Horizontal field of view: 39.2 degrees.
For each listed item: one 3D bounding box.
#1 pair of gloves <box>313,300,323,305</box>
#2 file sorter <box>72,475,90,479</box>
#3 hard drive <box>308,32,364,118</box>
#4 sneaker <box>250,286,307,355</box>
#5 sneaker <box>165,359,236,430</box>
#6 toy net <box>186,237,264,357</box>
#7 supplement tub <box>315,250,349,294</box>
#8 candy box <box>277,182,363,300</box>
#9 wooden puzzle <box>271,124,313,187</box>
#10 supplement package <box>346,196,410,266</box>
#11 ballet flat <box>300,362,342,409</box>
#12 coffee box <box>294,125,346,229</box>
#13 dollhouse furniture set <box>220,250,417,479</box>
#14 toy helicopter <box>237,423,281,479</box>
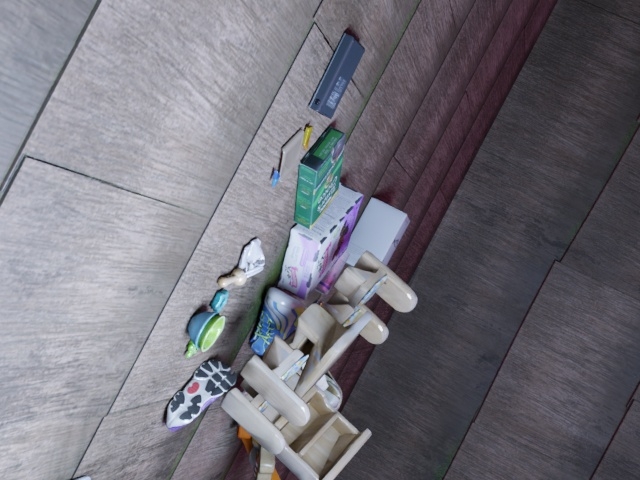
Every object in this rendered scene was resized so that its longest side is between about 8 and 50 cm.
[{"bbox_3d":[-0.021,0.187,2.281,0.074,0.010,0.083,-60,164,-2],"label":"pair of gloves"},{"bbox_3d":[-0.295,0.489,1.290,0.193,0.278,0.173,-61,171,-2],"label":"file sorter"},{"bbox_3d":[0.029,-0.275,1.514,0.135,0.022,0.094,-63,167,6],"label":"hard drive"},{"bbox_3d":[-0.089,0.178,1.831,0.126,0.091,0.240,-59,167,-11],"label":"sneaker"},{"bbox_3d":[-0.224,0.280,1.631,0.170,0.068,0.071,-38,169,-42],"label":"sneaker"},{"bbox_3d":[-0.152,0.099,1.533,0.232,0.045,0.122,-55,165,-29],"label":"toy net"},{"bbox_3d":[0.011,0.060,2.014,0.107,0.071,0.071,-60,167,-10],"label":"supplement tub"},{"bbox_3d":[0.000,0.000,1.849,0.196,0.070,0.165,-49,162,-45],"label":"candy box"},{"bbox_3d":[-0.050,-0.143,1.504,0.116,0.014,0.078,-48,156,-47],"label":"wooden puzzle"},{"bbox_3d":[0.139,-0.003,2.295,0.179,0.105,0.105,-62,166,-2],"label":"supplement package"},{"bbox_3d":[-0.014,0.334,2.078,0.123,0.123,0.348,-55,138,-27],"label":"ballet flat"},{"bbox_3d":[-0.001,-0.115,1.681,0.113,0.040,0.184,-54,164,-32],"label":"coffee box"},{"bbox_3d":[0.013,0.292,1.752,0.362,0.256,0.394,-41,170,-40],"label":"dollhouse furniture set"},{"bbox_3d":[-0.139,0.546,2.094,0.235,0.140,0.355,128,-33,-72],"label":"toy helicopter"}]
